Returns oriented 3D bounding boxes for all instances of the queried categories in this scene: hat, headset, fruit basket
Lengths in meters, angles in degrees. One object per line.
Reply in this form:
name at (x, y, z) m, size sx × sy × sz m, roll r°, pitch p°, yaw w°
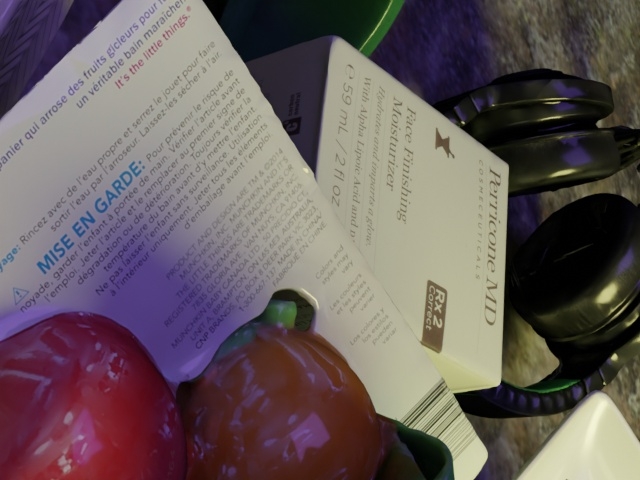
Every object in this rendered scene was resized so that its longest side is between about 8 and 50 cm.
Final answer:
hat at (-0.051, -0.204, 0.930) m, size 0.208 × 0.183 × 0.173 m, roll -39°, pitch 154°, yaw -21°
headset at (0.176, -0.019, 1.111) m, size 0.394 × 0.185 × 0.243 m, roll -32°, pitch 101°, yaw -36°
fruit basket at (-0.091, 0.113, 0.625) m, size 0.327 × 0.165 × 0.353 m, roll -50°, pitch 124°, yaw -21°

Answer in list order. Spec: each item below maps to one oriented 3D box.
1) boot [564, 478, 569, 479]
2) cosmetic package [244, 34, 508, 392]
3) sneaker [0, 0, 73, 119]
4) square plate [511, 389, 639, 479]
boot at (-0.023, 0.269, 0.502) m, size 0.445 × 0.146 × 0.367 m, roll -43°, pitch 143°, yaw -3°
cosmetic package at (0.000, 0.000, 0.831) m, size 0.183 × 0.151 × 0.151 m, roll 29°, pitch 58°, yaw -44°
sneaker at (-0.234, -0.039, 0.594) m, size 0.148 × 0.131 × 0.350 m, roll 26°, pitch 69°, yaw -1°
square plate at (0.156, 0.324, 0.845) m, size 0.344 × 0.049 × 0.347 m, roll -37°, pitch 97°, yaw -36°
